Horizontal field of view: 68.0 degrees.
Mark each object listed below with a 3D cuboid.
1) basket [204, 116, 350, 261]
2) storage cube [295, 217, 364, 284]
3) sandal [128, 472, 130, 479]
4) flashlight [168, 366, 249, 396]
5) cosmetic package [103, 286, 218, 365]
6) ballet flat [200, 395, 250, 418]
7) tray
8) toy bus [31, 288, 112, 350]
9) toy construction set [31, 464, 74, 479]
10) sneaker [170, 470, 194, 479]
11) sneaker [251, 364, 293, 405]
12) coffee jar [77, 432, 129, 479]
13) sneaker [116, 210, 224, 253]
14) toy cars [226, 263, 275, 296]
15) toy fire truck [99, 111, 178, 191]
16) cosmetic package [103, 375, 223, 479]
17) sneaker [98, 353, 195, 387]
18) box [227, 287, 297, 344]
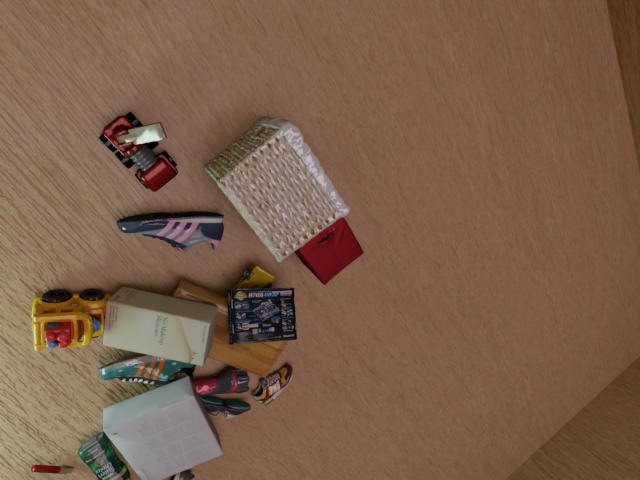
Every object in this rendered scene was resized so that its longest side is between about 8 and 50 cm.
[{"bbox_3d":[-0.143,-0.166,1.431,0.266,0.328,0.331,-38,115,-6],"label":"basket"},{"bbox_3d":[0.000,0.000,1.621,0.183,0.215,0.193,-39,127,-8],"label":"storage cube"},{"bbox_3d":[-0.738,0.974,1.685,0.138,0.126,0.318,-4,100,-22],"label":"sandal"},{"bbox_3d":[-0.409,0.510,1.680,0.304,0.103,0.103,-2,82,-23],"label":"flashlight"},{"bbox_3d":[-0.486,0.262,1.455,0.309,0.113,0.160,12,108,-1],"label":"cosmetic package"},{"bbox_3d":[-0.362,0.621,1.755,0.203,0.074,0.074,18,100,-22],"label":"ballet flat"},{"bbox_3d":[-0.323,0.304,1.596,0.410,0.076,0.203,26,107,-17],"label":"tray"},{"bbox_3d":[-0.722,0.245,1.384,0.220,0.211,0.150,0,106,-26],"label":"toy bus"},{"bbox_3d":[-0.894,0.912,1.566,0.237,0.257,0.309,35,68,-47],"label":"toy construction set"},{"bbox_3d":[-0.538,0.957,1.792,0.086,0.064,0.192,20,96,-23],"label":"sneaker"},{"bbox_3d":[-0.182,0.544,1.808,0.185,0.069,0.084,-51,125,-2],"label":"sneaker"},{"bbox_3d":[-0.728,0.753,1.603,0.096,0.079,0.184,-32,102,-20],"label":"coffee jar"},{"bbox_3d":[-0.457,-0.018,1.468,0.318,0.112,0.131,-2,105,-22],"label":"sneaker"},{"bbox_3d":[-0.242,0.253,1.675,0.176,0.087,0.394,-4,113,-7],"label":"toy cars"},{"bbox_3d":[-0.476,-0.244,1.303,0.158,0.246,0.217,-40,119,-6],"label":"toy fire truck"},{"bbox_3d":[-0.523,0.657,1.618,0.284,0.097,0.377,-20,129,-13],"label":"cosmetic package"},{"bbox_3d":[-0.561,0.433,1.560,0.302,0.108,0.121,-7,85,-23],"label":"sneaker"},{"bbox_3d":[-0.189,0.244,1.546,0.220,0.051,0.175,0,78,-25],"label":"box"}]
